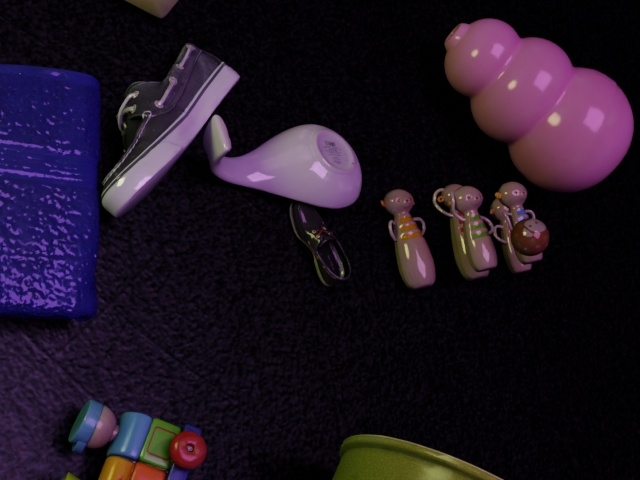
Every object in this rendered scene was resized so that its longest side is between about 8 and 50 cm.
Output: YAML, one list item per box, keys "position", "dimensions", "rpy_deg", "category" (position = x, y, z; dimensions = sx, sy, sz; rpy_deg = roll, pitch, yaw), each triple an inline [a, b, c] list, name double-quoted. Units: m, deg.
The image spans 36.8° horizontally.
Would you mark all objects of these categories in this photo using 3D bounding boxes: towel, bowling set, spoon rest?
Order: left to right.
- position: [-0.365, -0.058, 1.091]
  dimensions: [0.227, 0.076, 0.308]
  rpy_deg: [6, 70, -29]
  category: "towel"
- position: [-0.051, -0.110, 1.316]
  dimensions: [0.276, 0.084, 0.137]
  rpy_deg: [6, 56, -44]
  category: "spoon rest"
- position: [0.257, -0.033, 1.425]
  dimensions: [0.287, 0.200, 0.154]
  rpy_deg: [-6, 77, -39]
  category: "bowling set"

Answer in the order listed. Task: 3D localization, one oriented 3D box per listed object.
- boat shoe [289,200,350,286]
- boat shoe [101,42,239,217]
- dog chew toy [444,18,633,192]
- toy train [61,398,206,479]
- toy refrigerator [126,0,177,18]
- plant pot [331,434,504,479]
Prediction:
- position: [0.001, -0.001, 1.334]
  dimensions: [0.049, 0.042, 0.133]
  rpy_deg: [-25, 88, -34]
  category: "boat shoe"
- position: [-0.205, -0.149, 1.196]
  dimensions: [0.102, 0.108, 0.301]
  rpy_deg: [38, 48, -10]
  category: "boat shoe"
- position: [0.337, -0.227, 1.543]
  dimensions: [0.332, 0.206, 0.207]
  rpy_deg: [37, 58, -9]
  category: "dog chew toy"
- position: [-0.230, 0.302, 1.040]
  dimensions: [0.143, 0.105, 0.248]
  rpy_deg: [25, 57, -13]
  category: "toy train"
- position: [-0.297, -0.401, 1.233]
  dimensions: [0.269, 0.094, 0.102]
  rpy_deg: [23, 56, -27]
  category: "toy refrigerator"
- position: [0.104, 0.467, 1.077]
  dimensions: [0.366, 0.366, 0.353]
  rpy_deg: [39, 65, -17]
  category: "plant pot"
